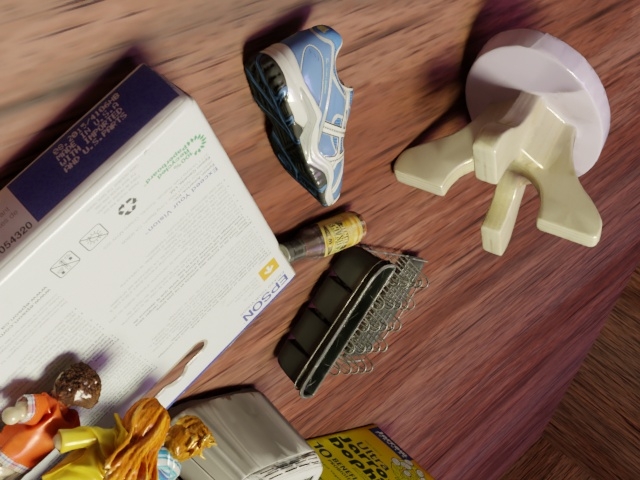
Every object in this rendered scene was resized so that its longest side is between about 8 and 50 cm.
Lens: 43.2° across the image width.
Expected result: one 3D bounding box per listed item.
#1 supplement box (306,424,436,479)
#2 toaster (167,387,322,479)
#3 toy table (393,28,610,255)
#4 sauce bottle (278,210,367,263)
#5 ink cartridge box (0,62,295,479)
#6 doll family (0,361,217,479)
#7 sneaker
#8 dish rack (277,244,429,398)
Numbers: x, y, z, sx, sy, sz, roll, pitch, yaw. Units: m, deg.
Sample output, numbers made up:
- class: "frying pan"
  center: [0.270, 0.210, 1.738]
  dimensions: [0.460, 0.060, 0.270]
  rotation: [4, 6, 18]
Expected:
- class: "supplement box"
  center: [0.034, 0.466, 1.380]
  dimensions: [0.195, 0.194, 0.356]
  rotation: [-57, 153, 12]
- class: "toaster"
  center: [-0.101, 0.275, 0.992]
  dimensions: [0.227, 0.146, 0.129]
  rotation: [3, 122, -58]
- class: "toy table"
  center: [0.233, -0.101, 0.962]
  dimensions: [0.161, 0.252, 0.274]
  rotation: [-60, 143, -17]
- class: "sauce bottle"
  center: [0.000, 0.000, 0.921]
  dimensions: [0.128, 0.042, 0.042]
  rotation: [-24, 143, -44]
- class: "ink cartridge box"
  center: [-0.187, 0.063, 0.687]
  dimensions: [0.324, 0.071, 0.330]
  rotation: [-45, 156, -10]
- class: "doll family"
  center: [-0.172, 0.201, 0.684]
  dimensions: [0.163, 0.118, 0.263]
  rotation: [-44, 154, -11]
- class: "sneaker"
  center: [-0.001, -0.107, 0.747]
  dimensions: [0.081, 0.080, 0.211]
  rotation: [-40, 152, -14]
- class: "dish rack"
  center: [0.065, 0.105, 1.117]
  dimensions: [0.208, 0.074, 0.271]
  rotation: [-57, 153, 13]
